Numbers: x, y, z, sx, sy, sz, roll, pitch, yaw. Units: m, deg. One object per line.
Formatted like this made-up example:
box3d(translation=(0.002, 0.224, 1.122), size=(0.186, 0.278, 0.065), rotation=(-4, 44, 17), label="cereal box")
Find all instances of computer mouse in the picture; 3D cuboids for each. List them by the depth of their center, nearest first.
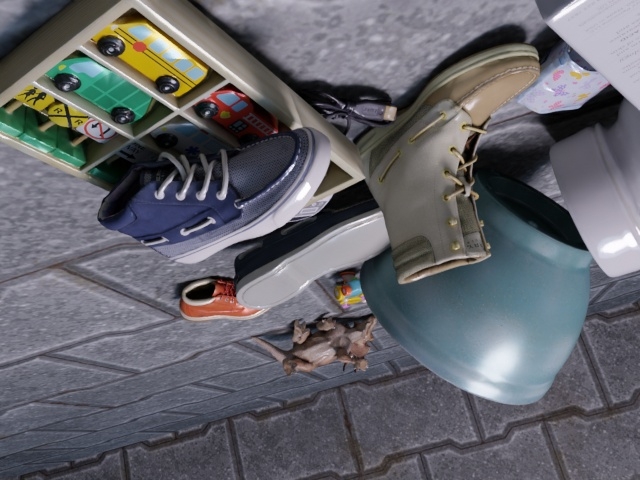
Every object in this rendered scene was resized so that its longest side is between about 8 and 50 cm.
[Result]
box3d(translation=(-0.006, -0.083, 0.622), size=(0.106, 0.042, 0.193), rotation=(-8, 154, -32), label="computer mouse")

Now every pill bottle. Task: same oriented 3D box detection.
box3d(translation=(0.445, -0.105, 0.642), size=(0.361, 0.204, 0.204), rotation=(-26, 158, 30), label="pill bottle")

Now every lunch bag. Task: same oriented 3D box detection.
box3d(translation=(0.228, -0.155, 0.573), size=(0.083, 0.053, 0.071), rotation=(-16, 165, -28), label="lunch bag")

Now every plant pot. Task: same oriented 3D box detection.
box3d(translation=(0.225, 0.033, 0.805), size=(0.293, 0.293, 0.196), rotation=(4, 127, -42), label="plant pot")

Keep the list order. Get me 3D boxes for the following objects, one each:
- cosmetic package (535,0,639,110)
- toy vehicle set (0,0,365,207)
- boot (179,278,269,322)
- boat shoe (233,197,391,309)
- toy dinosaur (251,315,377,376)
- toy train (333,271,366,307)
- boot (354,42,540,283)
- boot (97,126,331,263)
box3d(translation=(0.211, -0.173, 0.419), size=(0.085, 0.118, 0.231), rotation=(-29, 157, 37), label="cosmetic package")
box3d(translation=(-0.103, -0.082, 0.493), size=(0.165, 0.035, 0.266), rotation=(-24, 149, 26), label="toy vehicle set")
box3d(translation=(-0.139, 0.086, 0.961), size=(0.157, 0.059, 0.085), rotation=(-9, 155, -14), label="boot")
box3d(translation=(0.000, 0.000, 0.782), size=(0.254, 0.079, 0.095), rotation=(-31, 140, 18), label="boat shoe")
box3d(translation=(0.002, 0.245, 1.406), size=(0.295, 0.127, 0.200), rotation=(-8, 167, -1), label="toy dinosaur")
box3d(translation=(0.085, 0.078, 1.119), size=(0.125, 0.046, 0.166), rotation=(-19, 163, 8), label="toy train")
box3d(translation=(0.130, -0.064, 0.580), size=(0.077, 0.165, 0.213), rotation=(4, 154, -43), label="boot")
box3d(translation=(-0.085, -0.038, 0.466), size=(0.190, 0.069, 0.086), rotation=(-30, 141, 35), label="boot")
